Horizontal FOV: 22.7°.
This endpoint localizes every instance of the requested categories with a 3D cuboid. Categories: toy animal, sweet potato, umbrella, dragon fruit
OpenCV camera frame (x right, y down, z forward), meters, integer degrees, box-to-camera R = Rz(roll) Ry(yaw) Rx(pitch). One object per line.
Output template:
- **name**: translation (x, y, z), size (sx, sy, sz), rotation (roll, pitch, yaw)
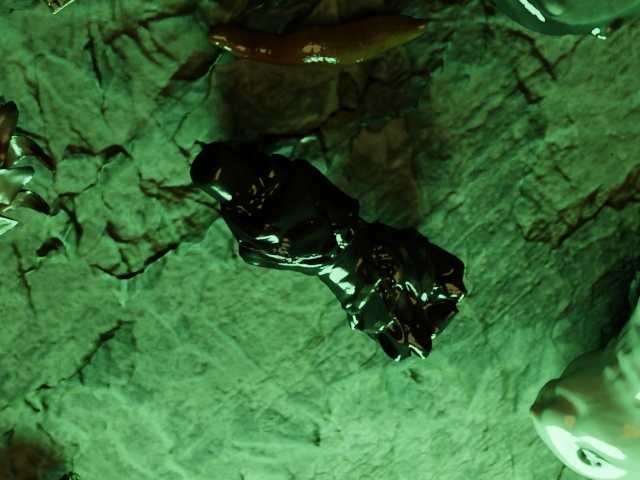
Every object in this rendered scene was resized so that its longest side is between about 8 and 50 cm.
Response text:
- **toy animal**: translation (0.356, 0.086, 1.413), size (0.257, 0.194, 0.357), rotation (5, 135, -42)
- **sweet potato**: translation (0.000, -0.157, 1.265), size (0.179, 0.044, 0.044), rotation (-7, 118, -10)
- **umbrella**: translation (0.001, 0.000, 1.303), size (0.110, 0.122, 0.272), rotation (-34, 130, 30)
- **dragon fruit**: translation (-0.286, -0.050, 1.211), size (0.142, 0.121, 0.130), rotation (-35, 157, -22)

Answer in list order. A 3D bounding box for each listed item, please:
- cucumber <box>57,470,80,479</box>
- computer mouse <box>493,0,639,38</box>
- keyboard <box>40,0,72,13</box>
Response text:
- **cucumber**: translation (-0.281, 0.270, 1.413), size (0.181, 0.053, 0.053), rotation (-34, 119, 7)
- **computer mouse**: translation (0.178, -0.328, 1.181), size (0.203, 0.114, 0.374), rotation (-17, 127, -7)
- **keyboard**: translation (-0.222, -0.230, 1.189), size (0.049, 0.015, 0.129), rotation (-35, 119, 6)
